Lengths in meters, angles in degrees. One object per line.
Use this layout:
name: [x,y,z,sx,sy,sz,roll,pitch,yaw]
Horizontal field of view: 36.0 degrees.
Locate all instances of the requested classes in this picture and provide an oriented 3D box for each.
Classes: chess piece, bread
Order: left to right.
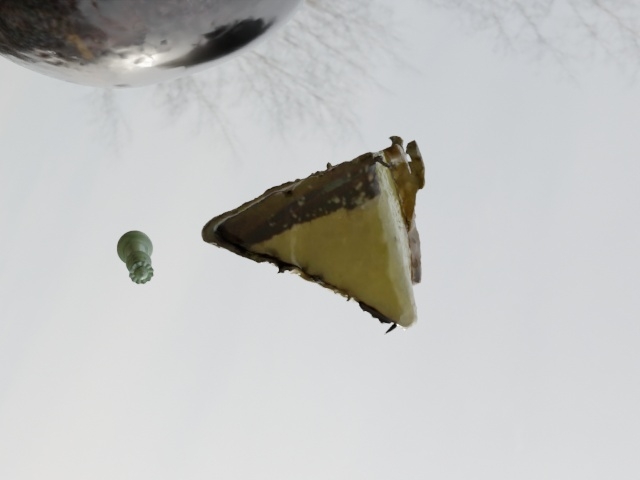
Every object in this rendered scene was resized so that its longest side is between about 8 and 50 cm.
chess piece: [-0.204,0.023,1.103,0.042,0.042,0.093,-59,-155,12]
bread: [0.000,0.000,0.667,0.147,0.152,0.127,-37,119,-81]

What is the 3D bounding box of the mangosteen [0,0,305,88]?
mangosteen: [-0.117,-0.224,0.476,0.302,0.275,0.275,71,35,-71]
